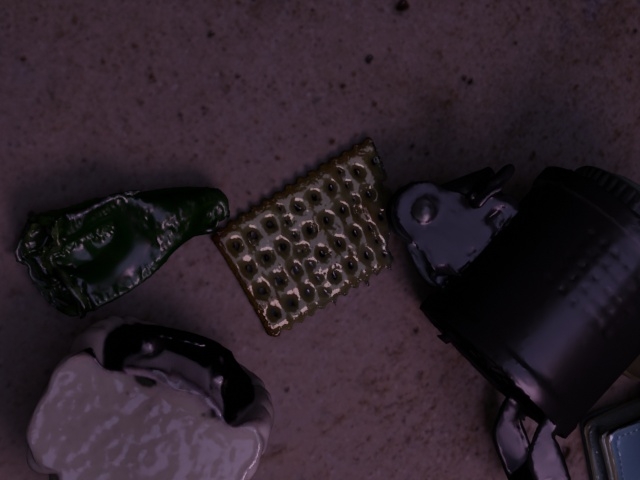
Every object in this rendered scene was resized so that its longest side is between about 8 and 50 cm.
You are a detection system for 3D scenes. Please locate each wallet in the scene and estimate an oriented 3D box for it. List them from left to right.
[{"bbox_3d":[0.436,0.247,1.298,0.250,0.075,0.176,-18,103,-17],"label":"wallet"}]

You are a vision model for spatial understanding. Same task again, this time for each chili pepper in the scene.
[{"bbox_3d":[-0.189,0.000,1.083,0.216,0.062,0.108,-19,106,-17],"label":"chili pepper"}]

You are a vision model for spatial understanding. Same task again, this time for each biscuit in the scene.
[{"bbox_3d":[0.000,0.000,1.168,0.203,0.016,0.144,-30,102,-13],"label":"biscuit"}]

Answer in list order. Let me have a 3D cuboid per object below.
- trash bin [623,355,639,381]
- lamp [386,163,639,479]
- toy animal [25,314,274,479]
[{"bbox_3d":[0.454,0.067,1.203,0.243,0.247,0.121,-45,104,-9],"label":"trash bin"},{"bbox_3d":[0.256,0.065,1.143,0.272,0.205,0.374,-28,91,-3],"label":"lamp"},{"bbox_3d":[-0.161,0.183,1.055,0.208,0.156,0.204,23,89,-2],"label":"toy animal"}]
